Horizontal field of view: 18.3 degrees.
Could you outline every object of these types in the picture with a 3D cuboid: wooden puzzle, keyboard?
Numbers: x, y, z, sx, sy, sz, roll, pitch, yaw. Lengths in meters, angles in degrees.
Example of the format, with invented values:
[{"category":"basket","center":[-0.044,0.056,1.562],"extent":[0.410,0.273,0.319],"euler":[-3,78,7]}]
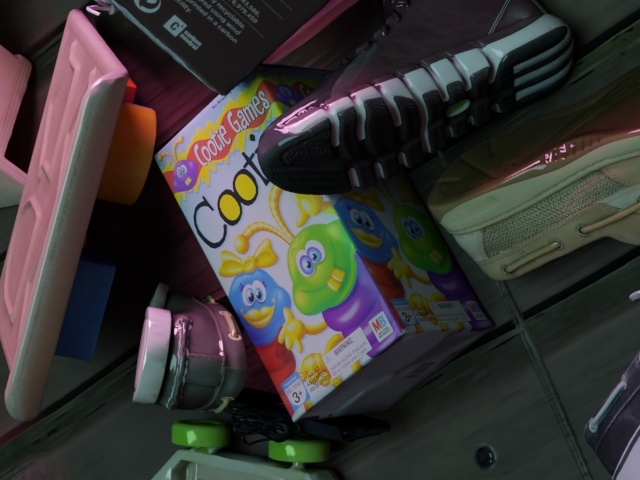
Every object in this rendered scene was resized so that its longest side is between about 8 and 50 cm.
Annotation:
[{"category":"wooden puzzle","center":[-0.227,-0.030,1.845],"extent":[0.348,0.080,0.322],"euler":[-123,48,-71]},{"category":"keyboard","center":[-0.035,0.164,1.760],"extent":[0.192,0.100,0.038],"euler":[8,96,47]}]

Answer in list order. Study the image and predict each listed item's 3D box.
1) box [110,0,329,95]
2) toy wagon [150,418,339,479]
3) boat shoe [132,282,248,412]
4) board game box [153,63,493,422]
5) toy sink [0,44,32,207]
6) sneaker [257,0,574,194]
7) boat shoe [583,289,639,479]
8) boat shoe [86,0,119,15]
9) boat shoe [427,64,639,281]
[{"category":"box","center":[0.012,-0.311,1.623],"extent":[0.143,0.191,0.381],"euler":[40,122,-15]},{"category":"toy wagon","center":[-0.098,0.302,1.845],"extent":[0.344,0.068,0.267],"euler":[5,93,38]},{"category":"boat shoe","center":[-0.115,0.100,1.757],"extent":[0.091,0.305,0.109],"euler":[9,91,-4]},{"category":"board game box","center":[0.000,0.000,1.720],"extent":[0.144,0.142,0.275],"euler":[-41,67,30]},{"category":"toy sink","center":[-0.393,-0.143,2.009],"extent":[0.152,0.234,0.131],"euler":[-8,57,37]},{"category":"sneaker","center":[0.056,-0.150,1.650],"extent":[0.106,0.281,0.162],"euler":[85,160,-54]},{"category":"boat shoe","center":[0.298,0.068,1.517],"extent":[0.105,0.113,0.306],"euler":[52,134,34]},{"category":"boat shoe","center":[-0.205,-0.260,1.905],"extent":[0.254,0.095,0.079],"euler":[26,104,36]},{"category":"boat shoe","center":[0.248,-0.060,1.564],"extent":[0.341,0.122,0.110],"euler":[-21,115,38]}]
